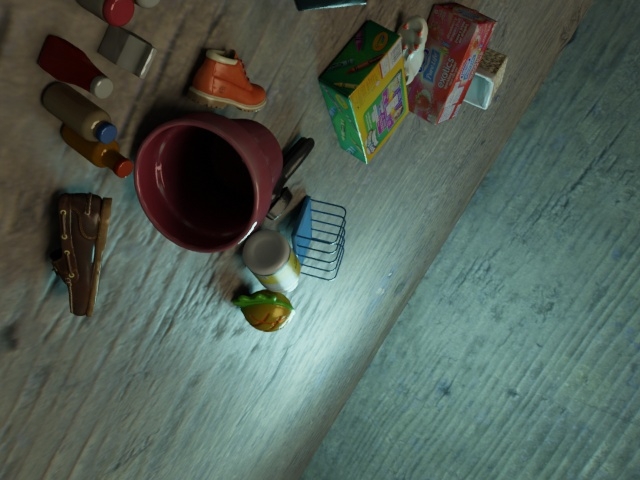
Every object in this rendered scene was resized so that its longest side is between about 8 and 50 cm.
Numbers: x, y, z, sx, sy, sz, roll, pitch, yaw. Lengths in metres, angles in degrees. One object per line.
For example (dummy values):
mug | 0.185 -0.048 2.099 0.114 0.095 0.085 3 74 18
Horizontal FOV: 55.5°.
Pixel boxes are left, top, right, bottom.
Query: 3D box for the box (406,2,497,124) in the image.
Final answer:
box | 0.303 -0.427 1.470 0.128 0.122 0.257 -30 147 -48

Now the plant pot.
plant pot | -0.149 -0.104 0.927 0.201 0.201 0.180 -67 171 28

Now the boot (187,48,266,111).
boot | -0.128 -0.245 0.927 0.158 0.059 0.085 -13 128 -58

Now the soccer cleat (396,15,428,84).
soccer cleat | 0.201 -0.427 1.346 0.076 0.068 0.196 -51 166 -24

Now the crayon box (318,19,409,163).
crayon box | 0.101 -0.302 1.284 0.165 0.081 0.278 -51 158 -9

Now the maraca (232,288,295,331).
maraca | -0.132 0.160 1.437 0.186 0.127 0.099 51 31 -60

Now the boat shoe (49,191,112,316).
boat shoe | -0.342 0.021 0.857 0.073 0.073 0.207 5 121 -22

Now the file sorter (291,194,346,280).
file sorter | 0.000 0.000 1.434 0.170 0.104 0.118 89 17 -56

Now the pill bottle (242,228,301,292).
pill bottle | -0.101 0.054 1.351 0.103 0.103 0.184 -51 159 -11

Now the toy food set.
toy food set | -0.237 -0.195 0.697 0.232 0.104 0.111 -60 158 12

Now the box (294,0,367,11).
box | -0.005 -0.437 0.712 0.261 0.103 0.185 61 29 -64

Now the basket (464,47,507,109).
basket | 0.390 -0.440 1.583 0.103 0.167 0.113 -51 159 -23

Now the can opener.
can opener | -0.075 -0.132 1.208 0.073 0.059 0.186 43 70 -42
